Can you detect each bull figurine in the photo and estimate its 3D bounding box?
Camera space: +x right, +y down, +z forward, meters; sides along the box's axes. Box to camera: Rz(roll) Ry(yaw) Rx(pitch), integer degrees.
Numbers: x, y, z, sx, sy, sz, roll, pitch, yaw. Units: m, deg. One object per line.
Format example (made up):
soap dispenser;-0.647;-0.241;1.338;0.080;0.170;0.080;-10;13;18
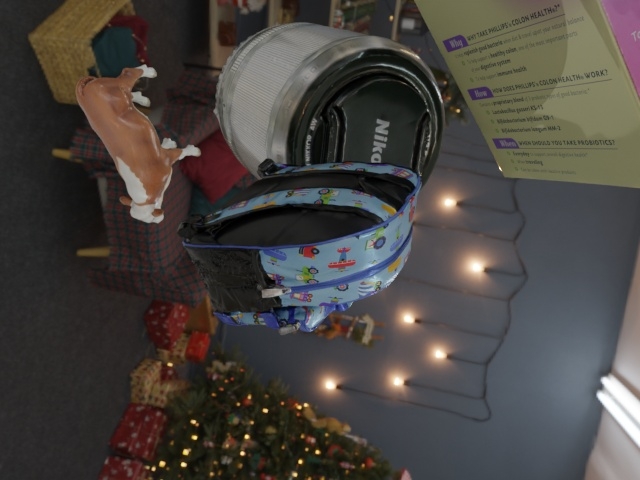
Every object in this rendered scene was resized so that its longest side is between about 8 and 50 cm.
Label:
bull figurine;-0.353;-0.188;1.088;0.188;0.101;0.310;-53;129;-46

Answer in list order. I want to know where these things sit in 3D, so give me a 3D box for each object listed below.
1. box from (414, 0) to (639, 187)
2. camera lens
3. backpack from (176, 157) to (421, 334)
box;0.215;-0.180;0.476;0.243;0.117;0.213;56;-9;-17
camera lens;0.002;-0.152;0.692;0.274;0.219;0.219;43;-48;54
backpack;0.000;0.000;0.457;0.158;0.173;0.116;-48;129;-51
